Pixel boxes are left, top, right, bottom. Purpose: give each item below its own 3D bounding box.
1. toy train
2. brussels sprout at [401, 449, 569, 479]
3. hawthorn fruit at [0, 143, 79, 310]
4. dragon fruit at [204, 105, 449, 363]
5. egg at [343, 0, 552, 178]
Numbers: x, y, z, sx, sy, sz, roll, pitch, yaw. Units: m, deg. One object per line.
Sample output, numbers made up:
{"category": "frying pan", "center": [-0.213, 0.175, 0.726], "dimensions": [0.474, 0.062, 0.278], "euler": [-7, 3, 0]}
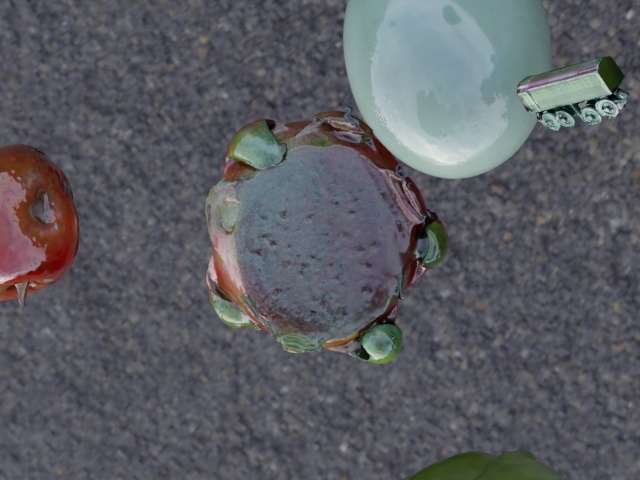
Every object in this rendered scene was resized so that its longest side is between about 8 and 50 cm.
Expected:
{"category": "toy train", "center": [0.285, -0.163, 1.354], "dimensions": [0.071, 0.038, 0.148], "euler": [58, 153, -14]}
{"category": "brussels sprout", "center": [0.075, 0.282, 0.774], "dimensions": [0.247, 0.328, 0.328], "euler": [51, 137, 28]}
{"category": "hawthorn fruit", "center": [-0.175, -0.006, 0.668], "dimensions": [0.093, 0.093, 0.093], "euler": [15, 126, 22]}
{"category": "dragon fruit", "center": [0.000, 0.000, 1.327], "dimensions": [0.130, 0.268, 0.295], "euler": [-176, 63, -79]}
{"category": "egg", "center": [0.168, -0.260, 1.618], "dimensions": [0.276, 0.388, 0.276], "euler": [-4, 151, -2]}
